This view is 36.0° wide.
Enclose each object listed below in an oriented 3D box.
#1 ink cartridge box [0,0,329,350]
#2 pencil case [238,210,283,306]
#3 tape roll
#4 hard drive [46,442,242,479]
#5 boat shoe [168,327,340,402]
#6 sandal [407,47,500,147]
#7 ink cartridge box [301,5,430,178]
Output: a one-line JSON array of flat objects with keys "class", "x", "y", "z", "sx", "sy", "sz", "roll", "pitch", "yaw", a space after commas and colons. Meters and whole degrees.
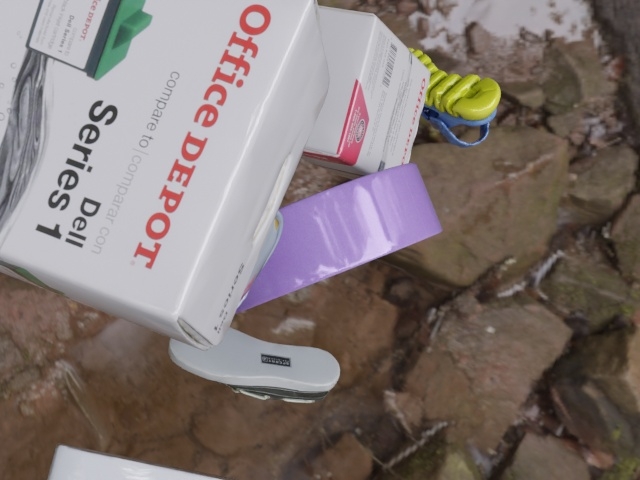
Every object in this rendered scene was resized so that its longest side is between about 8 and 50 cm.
[{"class": "ink cartridge box", "x": -0.124, "y": -0.063, "z": 0.457, "sx": 0.219, "sy": 0.092, "sz": 0.160, "roll": 19, "pitch": 78, "yaw": 8}, {"class": "pencil case", "x": -0.159, "y": -0.044, "z": 0.697, "sx": 0.273, "sy": 0.124, "sz": 0.113, "roll": 34, "pitch": 63, "yaw": 10}, {"class": "tape roll", "x": 0.000, "y": 0.000, "z": 1.157, "sx": 0.275, "sy": 0.275, "sz": 0.090, "roll": -21, "pitch": 87, "yaw": -18}, {"class": "hard drive", "x": -0.107, "y": 0.336, "z": 0.661, "sx": 0.233, "sy": 0.047, "sz": 0.353, "roll": 15, "pitch": 79, "yaw": -12}, {"class": "boat shoe", "x": -0.088, "y": 0.166, "z": 1.241, "sx": 0.219, "sy": 0.078, "sz": 0.070, "roll": 14, "pitch": 135, "yaw": -12}, {"class": "sandal", "x": 0.214, "y": -0.269, "z": 1.904, "sx": 0.126, "sy": 0.317, "sz": 0.138, "roll": -39, "pitch": 138, "yaw": -18}, {"class": "ink cartridge box", "x": 0.044, "y": -0.172, "z": 1.235, "sx": 0.237, "sy": 0.100, "sz": 0.172, "roll": 17, "pitch": 88, "yaw": -67}]
